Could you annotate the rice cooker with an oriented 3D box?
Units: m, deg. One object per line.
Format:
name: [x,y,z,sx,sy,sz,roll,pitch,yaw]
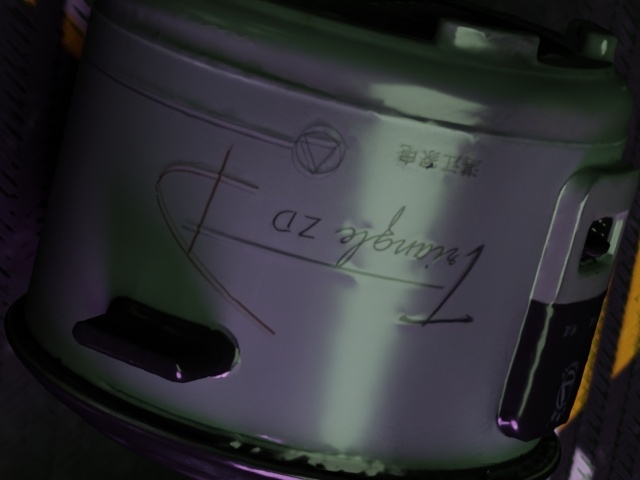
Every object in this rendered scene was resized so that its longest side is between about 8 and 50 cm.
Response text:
rice cooker: [0.000,0.000,0.813,0.280,0.241,0.227,-15,122,-65]
